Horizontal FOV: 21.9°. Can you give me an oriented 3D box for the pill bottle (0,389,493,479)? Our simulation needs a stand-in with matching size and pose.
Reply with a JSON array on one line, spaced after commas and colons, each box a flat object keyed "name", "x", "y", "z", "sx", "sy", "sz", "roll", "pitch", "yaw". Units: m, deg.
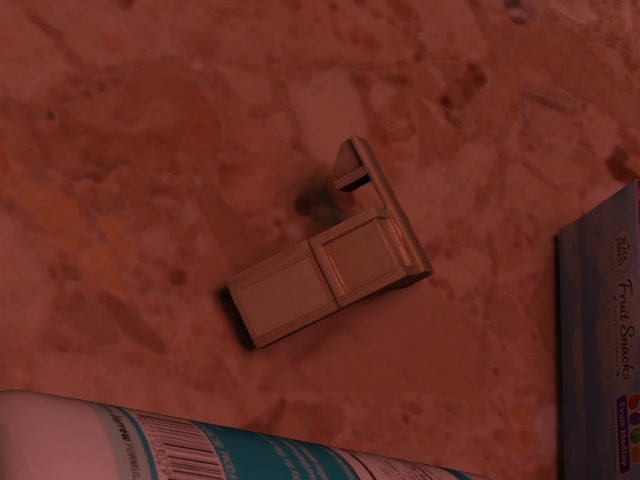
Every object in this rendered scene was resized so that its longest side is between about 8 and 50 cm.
[{"name": "pill bottle", "x": -0.010, "y": 0.144, "z": 0.585, "sx": 0.264, "sy": 0.146, "sz": 0.146, "roll": 15, "pitch": 59, "yaw": -27}]

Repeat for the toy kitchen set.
[{"name": "toy kitchen set", "x": 0.000, "y": 0.000, "z": 0.742, "sx": 0.068, "sy": 0.075, "sz": 0.083, "roll": 64, "pitch": 11, "yaw": 6}]

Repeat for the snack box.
[{"name": "snack box", "x": 0.218, "y": 0.085, "z": 0.816, "sx": 0.207, "sy": 0.070, "sz": 0.174, "roll": 19, "pitch": 57, "yaw": -27}]
